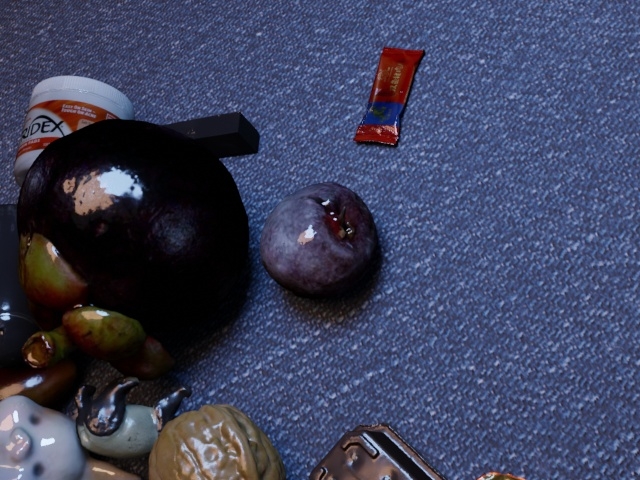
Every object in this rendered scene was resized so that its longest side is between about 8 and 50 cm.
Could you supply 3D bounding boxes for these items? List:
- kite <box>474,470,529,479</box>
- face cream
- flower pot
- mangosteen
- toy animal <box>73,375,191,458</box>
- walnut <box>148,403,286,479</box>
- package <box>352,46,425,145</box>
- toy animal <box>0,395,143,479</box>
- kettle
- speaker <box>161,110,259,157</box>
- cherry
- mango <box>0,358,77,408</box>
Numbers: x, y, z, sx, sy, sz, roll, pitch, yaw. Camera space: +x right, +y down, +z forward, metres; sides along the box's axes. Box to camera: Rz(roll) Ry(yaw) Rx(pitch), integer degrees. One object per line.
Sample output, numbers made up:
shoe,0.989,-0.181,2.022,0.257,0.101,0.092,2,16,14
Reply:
kite,0.244,0.471,1.318,0.377,0.013,0.328,11,79,14
face cream,-0.462,-0.179,1.925,0.201,0.201,0.187,-6,63,23
flower pot,0.084,0.371,1.447,0.179,0.084,0.251,-48,54,-3
mangosteen,-0.309,0.020,1.637,0.382,0.382,0.435,-3,63,25
toy animal,-0.276,0.288,1.621,0.094,0.225,0.121,135,139,-56
walnut,-0.151,0.350,1.506,0.213,0.213,0.213,-11,61,21
package,0.120,-0.255,1.789,0.083,0.022,0.201,6,66,28
toy animal,-0.481,0.366,1.666,0.367,0.241,0.196,-14,67,3
kettle,-0.512,0.101,1.785,0.290,0.268,0.207,-112,36,-51
speaker,-0.227,-0.185,1.888,0.218,0.082,0.044,-6,63,25
cherry,-0.008,0.001,1.630,0.195,0.195,0.195,-11,61,21
mango,-0.549,0.275,1.783,0.267,0.111,0.133,-29,34,8
